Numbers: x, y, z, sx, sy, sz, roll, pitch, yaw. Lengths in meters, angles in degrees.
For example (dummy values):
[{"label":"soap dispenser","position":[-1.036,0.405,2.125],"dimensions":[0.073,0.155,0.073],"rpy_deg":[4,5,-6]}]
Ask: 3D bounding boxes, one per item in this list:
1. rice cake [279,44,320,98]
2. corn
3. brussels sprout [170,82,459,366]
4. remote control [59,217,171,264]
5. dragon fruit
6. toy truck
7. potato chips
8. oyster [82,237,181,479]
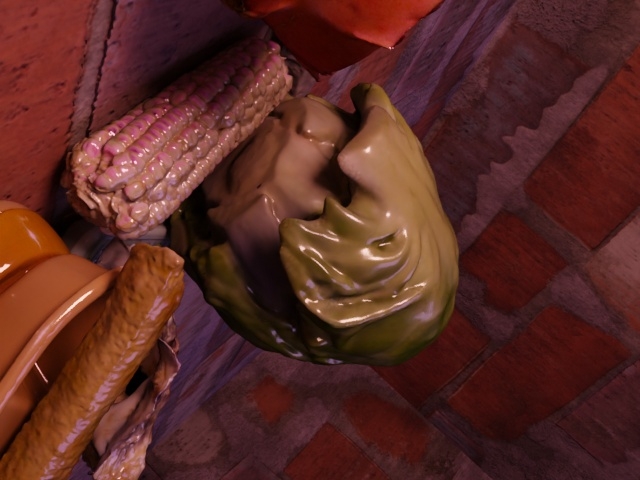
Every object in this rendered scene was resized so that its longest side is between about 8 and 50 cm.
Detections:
[{"label":"rice cake","position":[0.004,-0.287,0.980],"dimensions":[0.070,0.064,0.399],"rpy_deg":[-50,180,-35]},{"label":"corn","position":[-0.157,-0.130,0.876],"dimensions":[0.335,0.126,0.127],"rpy_deg":[-45,170,-33]},{"label":"brussels sprout","position":[0.015,0.002,1.026],"dimensions":[0.425,0.361,0.343],"rpy_deg":[5,-116,52]},{"label":"remote control","position":[-0.280,0.018,1.051],"dimensions":[0.128,0.065,0.335],"rpy_deg":[-48,170,9]},{"label":"dragon fruit","position":[0.015,-0.316,0.638],"dimensions":[0.305,0.225,0.305],"rpy_deg":[-44,-156,25]},{"label":"toy truck","position":[-0.327,0.086,0.701],"dimensions":[0.288,0.211,0.204],"rpy_deg":[-49,169,-17]},{"label":"potato chips","position":[-0.237,0.175,0.642],"dimensions":[0.407,0.057,0.080],"rpy_deg":[-56,165,0]},{"label":"oyster","position":[-0.223,0.156,0.866],"dimensions":[0.100,0.275,0.271],"rpy_deg":[5,135,-30]}]
